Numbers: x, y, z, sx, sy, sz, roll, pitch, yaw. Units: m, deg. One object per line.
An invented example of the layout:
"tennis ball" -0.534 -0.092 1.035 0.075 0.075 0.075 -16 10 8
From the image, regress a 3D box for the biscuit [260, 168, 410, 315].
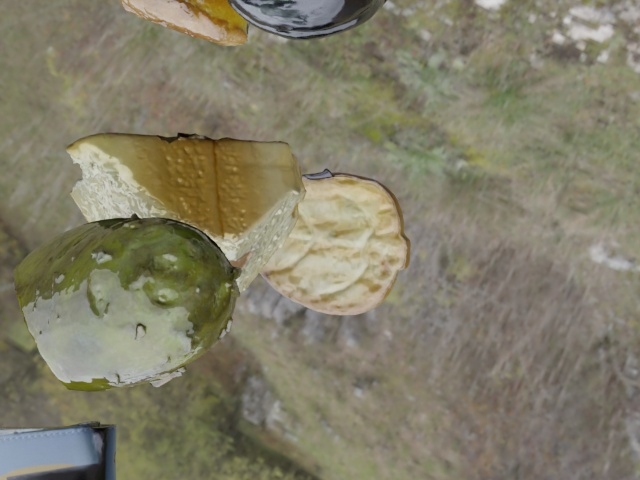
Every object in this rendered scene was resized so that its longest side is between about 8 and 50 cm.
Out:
"biscuit" 0.002 -0.001 1.536 0.259 0.203 0.041 8 -170 21

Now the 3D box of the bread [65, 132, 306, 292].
"bread" -0.132 -0.051 1.203 0.224 0.211 0.184 45 151 8

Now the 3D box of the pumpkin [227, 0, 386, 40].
"pumpkin" -0.050 -0.354 1.147 0.295 0.296 0.296 24 155 12

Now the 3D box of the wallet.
"wallet" -0.301 0.314 1.189 0.170 0.231 0.069 -2 179 -3

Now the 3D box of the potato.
"potato" -0.186 0.056 0.990 0.298 0.176 0.141 -5 115 55

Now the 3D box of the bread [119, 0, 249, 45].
"bread" -0.238 -0.417 1.822 0.260 0.129 0.134 20 -173 5
